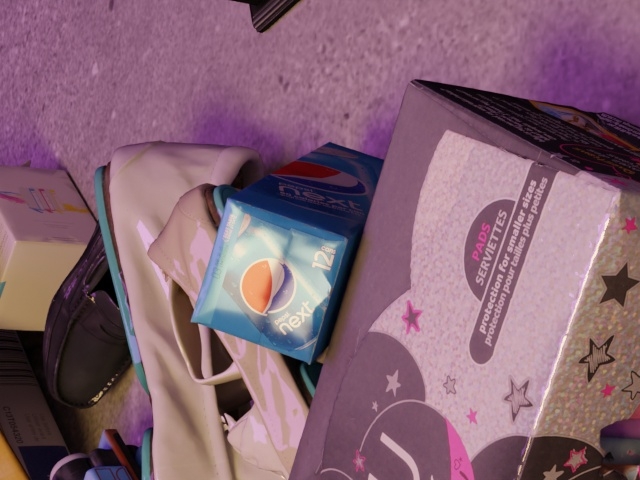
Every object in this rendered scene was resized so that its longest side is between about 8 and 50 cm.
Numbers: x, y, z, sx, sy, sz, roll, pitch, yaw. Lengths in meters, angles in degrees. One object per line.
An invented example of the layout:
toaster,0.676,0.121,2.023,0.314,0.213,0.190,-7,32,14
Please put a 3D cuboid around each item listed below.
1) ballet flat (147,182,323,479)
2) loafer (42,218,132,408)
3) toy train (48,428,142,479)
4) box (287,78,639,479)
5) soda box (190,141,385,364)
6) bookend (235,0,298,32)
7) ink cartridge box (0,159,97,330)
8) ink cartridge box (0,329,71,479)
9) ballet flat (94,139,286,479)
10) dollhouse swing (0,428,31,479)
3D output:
ballet flat,-0.032,0.082,0.890,0.086,0.086,0.248,-48,63,41
loafer,-0.158,0.044,1.155,0.223,0.076,0.078,-64,32,22
toy train,-0.131,0.210,1.070,0.184,0.105,0.080,49,125,46
box,0.101,0.069,0.722,0.163,0.142,0.247,37,116,51
soda box,0.000,0.000,0.829,0.067,0.210,0.071,19,105,10
bookend,-0.067,-0.216,0.987,0.156,0.157,0.072,-33,60,48
ink cartridge box,-0.257,0.000,1.291,0.143,0.090,0.092,51,126,44
ink cartridge box,-0.303,0.290,1.343,0.324,0.071,0.330,54,131,44
ballet flat,-0.059,0.110,0.964,0.139,0.139,0.400,-34,59,48
dollhouse swing,-0.425,0.172,1.251,0.305,0.347,0.315,60,169,-4
